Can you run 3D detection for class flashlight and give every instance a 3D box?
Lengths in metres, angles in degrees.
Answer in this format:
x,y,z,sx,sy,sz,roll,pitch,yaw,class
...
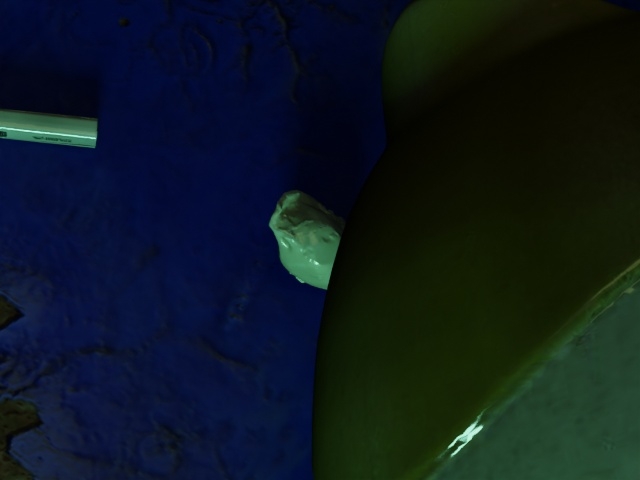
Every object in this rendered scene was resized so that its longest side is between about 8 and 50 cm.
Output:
x,y,z,sx,sy,sz,roll,pitch,yaw,class
-0.195,-0.078,1.174,0.083,0.018,0.018,6,63,-10,flashlight

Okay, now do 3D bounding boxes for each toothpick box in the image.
x,y,z,sx,sy,sz,roll,pitch,yaw,class
0.193,0.086,0.966,0.408,0.409,0.425,3,64,-11,toothpick box

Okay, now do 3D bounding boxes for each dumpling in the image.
x,y,z,sx,sy,sz,roll,pitch,yaw,class
0.001,-0.001,1.158,0.076,0.052,0.057,25,66,-1,dumpling
